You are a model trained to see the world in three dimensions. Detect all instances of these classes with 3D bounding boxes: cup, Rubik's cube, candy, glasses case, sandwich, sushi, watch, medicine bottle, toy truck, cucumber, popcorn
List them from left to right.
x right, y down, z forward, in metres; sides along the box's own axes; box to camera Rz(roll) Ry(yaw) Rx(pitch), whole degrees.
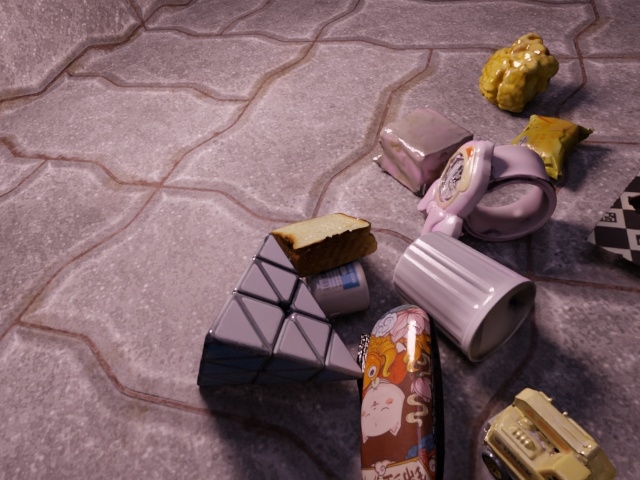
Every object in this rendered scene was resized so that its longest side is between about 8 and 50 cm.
[{"bbox_3d":[-0.100,0.152,0.751,0.228,0.228,0.233,-27,29,-27],"label":"Rubik's cube"},{"bbox_3d":[0.000,0.000,0.935,0.186,0.065,0.215,-17,15,-20],"label":"sandwich"},{"bbox_3d":[0.006,0.103,0.876,0.168,0.105,0.105,-14,45,-3],"label":"medicine bottle"},{"bbox_3d":[0.079,0.226,0.791,0.034,0.033,0.134,1,46,16],"label":"cucumber"},{"bbox_3d":[0.127,0.247,0.698,0.122,0.082,0.321,-31,36,37],"label":"glasses case"},{"bbox_3d":[0.260,-0.223,1.128,0.185,0.137,0.195,-28,49,-16],"label":"candy"},{"bbox_3d":[0.264,0.099,0.824,0.167,0.221,0.202,-55,49,6],"label":"cup"},{"bbox_3d":[0.358,-0.077,0.946,0.218,0.248,0.210,18,45,-9],"label":"watch"},{"bbox_3d":[0.562,-0.489,1.287,0.226,0.203,0.200,-23,54,-37],"label":"popcorn"},{"bbox_3d":[0.334,0.319,0.566,0.124,0.157,0.272,-26,47,-15],"label":"toy truck"},{"bbox_3d":[0.719,0.002,0.872,0.292,0.059,0.294,31,58,35],"label":"sushi"}]

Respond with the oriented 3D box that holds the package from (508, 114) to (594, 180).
[{"bbox_3d":[0.560,-0.241,1.118,0.168,0.090,0.226,25,58,33],"label":"package"}]
